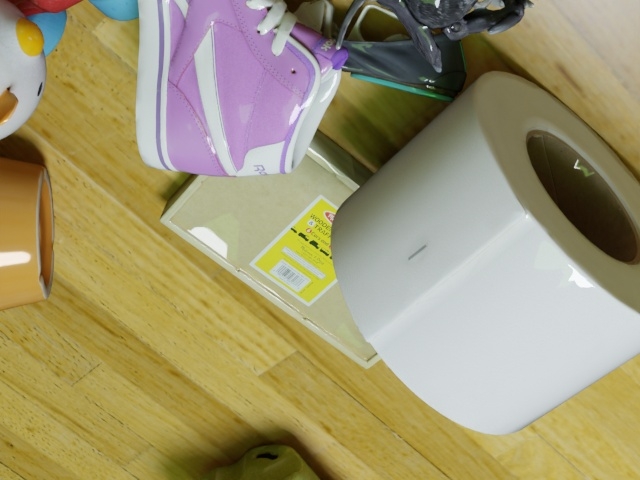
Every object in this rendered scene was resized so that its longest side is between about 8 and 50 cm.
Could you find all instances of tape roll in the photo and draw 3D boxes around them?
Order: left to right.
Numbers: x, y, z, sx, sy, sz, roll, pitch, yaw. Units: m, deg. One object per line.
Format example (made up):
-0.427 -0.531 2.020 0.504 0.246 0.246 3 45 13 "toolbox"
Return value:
0.152 0.010 0.790 0.246 0.246 0.169 37 124 -16 "tape roll"

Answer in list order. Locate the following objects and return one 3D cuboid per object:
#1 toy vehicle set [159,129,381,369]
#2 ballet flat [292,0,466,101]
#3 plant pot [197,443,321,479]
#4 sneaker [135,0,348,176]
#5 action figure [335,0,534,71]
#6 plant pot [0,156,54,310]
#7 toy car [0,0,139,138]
0.000 0.000 0.938 0.267 0.035 0.166 37 123 -17 "toy vehicle set"
0.021 -0.161 0.805 0.203 0.074 0.074 10 127 10 "ballet flat"
-0.041 0.382 1.104 0.276 0.276 0.253 -23 108 24 "plant pot"
-0.052 -0.186 0.735 0.161 0.102 0.282 7 110 19 "sneaker"
0.124 -0.226 0.693 0.276 0.141 0.164 -20 123 5 "action figure"
-0.350 -0.006 0.911 0.188 0.205 0.205 -1 127 -8 "plant pot"
-0.234 -0.155 0.697 0.210 0.237 0.219 -17 153 20 "toy car"
